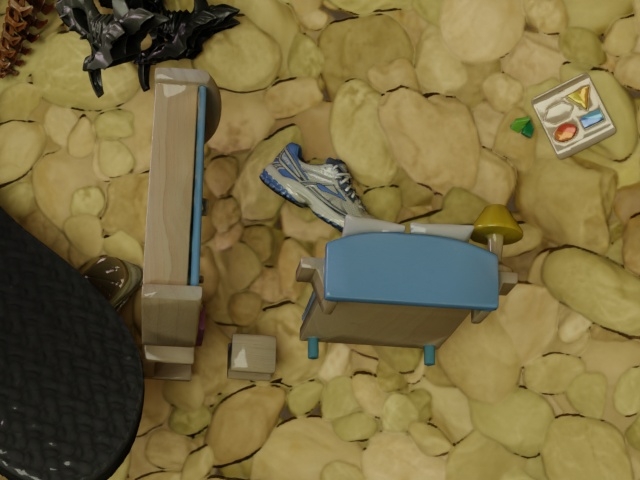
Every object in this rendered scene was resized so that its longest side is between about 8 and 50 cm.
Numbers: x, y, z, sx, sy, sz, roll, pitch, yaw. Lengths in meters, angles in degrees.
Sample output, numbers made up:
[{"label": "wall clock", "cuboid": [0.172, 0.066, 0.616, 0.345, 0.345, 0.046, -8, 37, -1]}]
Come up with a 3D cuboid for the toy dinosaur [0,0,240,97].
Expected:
[{"label": "toy dinosaur", "cuboid": [-0.197, -0.260, 1.299, 0.218, 0.164, 0.322, 55, 143, 10]}]

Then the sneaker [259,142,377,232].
[{"label": "sneaker", "cuboid": [0.012, -0.045, 1.287, 0.135, 0.052, 0.058, 31, 89, 10]}]

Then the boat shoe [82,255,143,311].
[{"label": "boat shoe", "cuboid": [-0.234, 0.072, 1.349, 0.153, 0.048, 0.056, -42, 69, 13]}]

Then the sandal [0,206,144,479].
[{"label": "sandal", "cuboid": [-0.296, 0.073, 1.286, 0.167, 0.107, 0.446, -25, 51, -24]}]

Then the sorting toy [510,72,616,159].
[{"label": "sorting toy", "cuboid": [0.214, -0.105, 1.258, 0.083, 0.012, 0.062, -26, 83, 11]}]

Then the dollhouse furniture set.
[{"label": "dollhouse furniture set", "cuboid": [0.000, 0.000, 1.230, 0.303, 0.286, 0.198, 4, 70, -6]}]
